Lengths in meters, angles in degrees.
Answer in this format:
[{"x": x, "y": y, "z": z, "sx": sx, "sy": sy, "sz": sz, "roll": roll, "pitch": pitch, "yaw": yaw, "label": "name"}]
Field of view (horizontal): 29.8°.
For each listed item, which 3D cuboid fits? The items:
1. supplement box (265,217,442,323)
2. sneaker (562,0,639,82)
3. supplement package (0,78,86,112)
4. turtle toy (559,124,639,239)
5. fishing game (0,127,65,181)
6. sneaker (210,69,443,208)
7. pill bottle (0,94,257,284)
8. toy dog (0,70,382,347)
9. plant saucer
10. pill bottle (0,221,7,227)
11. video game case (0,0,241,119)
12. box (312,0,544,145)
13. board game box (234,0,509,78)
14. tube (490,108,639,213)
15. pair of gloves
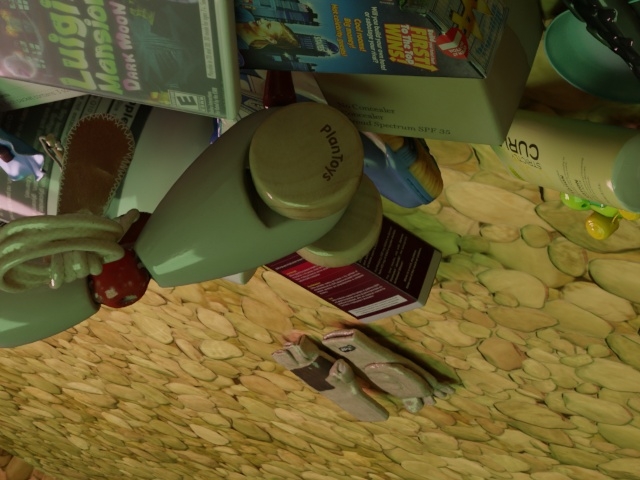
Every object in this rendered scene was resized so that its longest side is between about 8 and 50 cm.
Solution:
[{"x": 0.000, "y": 0.000, "z": 1.341, "sx": 0.239, "sy": 0.073, "sz": 0.130, "roll": 31, "pitch": 154, "yaw": -21, "label": "supplement box"}, {"x": 0.245, "y": -0.152, "z": 0.815, "sx": 0.267, "sy": 0.106, "sz": 0.101, "roll": 45, "pitch": -172, "yaw": -21, "label": "sneaker"}, {"x": -0.188, "y": -0.224, "z": 0.874, "sx": 0.261, "sy": 0.204, "sz": 0.145, "roll": -4, "pitch": 145, "yaw": 45, "label": "supplement package"}, {"x": 0.251, "y": -0.052, "z": 1.020, "sx": 0.066, "sy": 0.095, "sz": 0.130, "roll": 51, "pitch": 153, "yaw": 2, "label": "turtle toy"}, {"x": -0.306, "y": -0.093, "z": 0.965, "sx": 0.264, "sy": 0.041, "sz": 0.189, "roll": 23, "pitch": 163, "yaw": 13, "label": "fishing game"}, {"x": -0.027, "y": -0.111, "z": 1.035, "sx": 0.296, "sy": 0.112, "sz": 0.131, "roll": 39, "pitch": 108, "yaw": -19, "label": "sneaker"}, {"x": -0.213, "y": -0.095, "z": 1.155, "sx": 0.362, "sy": 0.210, "sz": 0.210, "roll": 19, "pitch": 156, "yaw": 5, "label": "pill bottle"}, {"x": -0.111, "y": -0.042, "z": 0.913, "sx": 0.333, "sy": 0.161, "sz": 0.220, "roll": -11, "pitch": 158, "yaw": -21, "label": "toy dog"}, {"x": 0.229, "y": -0.147, "z": 0.910, "sx": 0.119, "sy": 0.021, "sz": 0.119, "roll": 18, "pitch": 155, "yaw": 9, "label": "plant saucer"}, {"x": -0.425, "y": -0.017, "z": 1.586, "sx": 0.130, "sy": 0.130, "sz": 0.246, "roll": 15, "pitch": 155, "yaw": 14, "label": "pill bottle"}, {"x": -0.137, "y": -0.150, "z": 0.717, "sx": 0.173, "sy": 0.022, "sz": 0.190, "roll": 11, "pitch": 149, "yaw": 7, "label": "video game case"}, {"x": 0.046, "y": -0.207, "z": 0.817, "sx": 0.148, "sy": 0.121, "sz": 0.311, "roll": 8, "pitch": 153, "yaw": 28, "label": "box"}, {"x": 0.011, "y": -0.164, "z": 0.710, "sx": 0.194, "sy": 0.060, "sz": 0.194, "roll": 13, "pitch": 154, "yaw": 15, "label": "board game box"}, {"x": 0.193, "y": -0.068, "z": 0.976, "sx": 0.062, "sy": 0.070, "sz": 0.240, "roll": -1, "pitch": -168, "yaw": -22, "label": "tube"}, {"x": 0.055, "y": 0.189, "z": 1.727, "sx": 0.204, "sy": 0.042, "sz": 0.240, "roll": 36, "pitch": 151, "yaw": -20, "label": "pair of gloves"}]
